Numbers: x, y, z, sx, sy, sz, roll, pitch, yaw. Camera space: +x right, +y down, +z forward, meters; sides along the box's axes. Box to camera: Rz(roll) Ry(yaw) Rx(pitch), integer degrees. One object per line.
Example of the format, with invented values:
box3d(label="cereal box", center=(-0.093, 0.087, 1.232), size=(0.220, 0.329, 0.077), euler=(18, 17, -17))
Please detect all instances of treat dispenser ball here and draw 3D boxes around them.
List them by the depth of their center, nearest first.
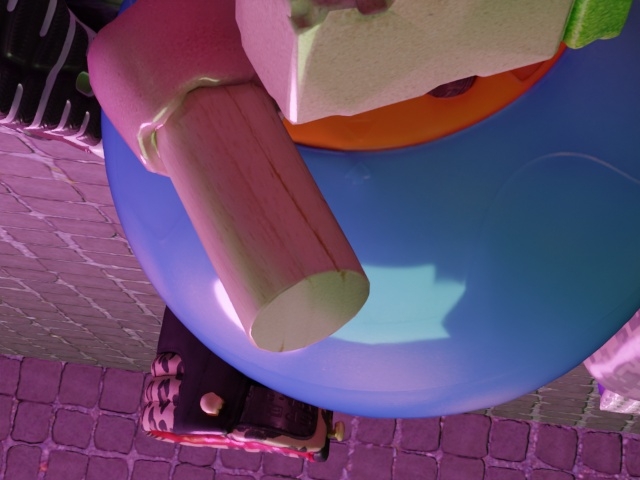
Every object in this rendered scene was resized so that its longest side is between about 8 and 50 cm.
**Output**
box3d(label="treat dispenser ball", center=(0.039, -0.059, 0.736), size=(0.288, 0.288, 0.288), euler=(8, 167, 2))

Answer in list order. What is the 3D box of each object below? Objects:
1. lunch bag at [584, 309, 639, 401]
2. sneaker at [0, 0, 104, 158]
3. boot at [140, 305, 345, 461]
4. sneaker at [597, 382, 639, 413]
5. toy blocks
box3d(label="lunch bag", center=(0.338, -0.010, 0.985), size=(0.305, 0.212, 0.256), euler=(14, 149, -25))
box3d(label="sneaker", center=(-0.231, -0.125, 1.050), size=(0.162, 0.106, 0.281), euler=(13, 165, 35))
box3d(label="boot", center=(0.000, 0.000, 1.018), size=(0.138, 0.284, 0.377), euler=(18, 165, -33))
box3d(label="sneaker", center=(0.308, 0.048, 1.335), size=(0.102, 0.146, 0.293), euler=(3, 151, -3))
box3d(label="toy blocks", center=(0.056, -0.179, 0.469), size=(0.288, 0.260, 0.309), euler=(-17, 147, -17))
